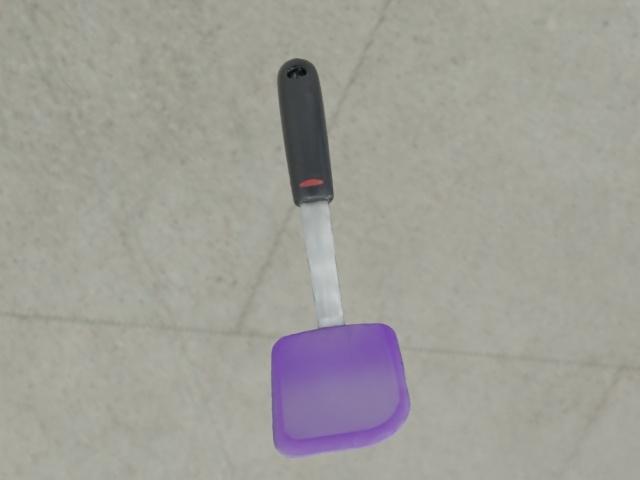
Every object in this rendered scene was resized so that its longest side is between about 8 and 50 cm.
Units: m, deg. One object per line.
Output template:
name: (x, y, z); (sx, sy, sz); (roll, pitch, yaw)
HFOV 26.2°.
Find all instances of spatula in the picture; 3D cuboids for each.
spatula: (0.000, 0.000, 0.882); (0.084, 0.296, 0.030); (-8, 152, 2)
